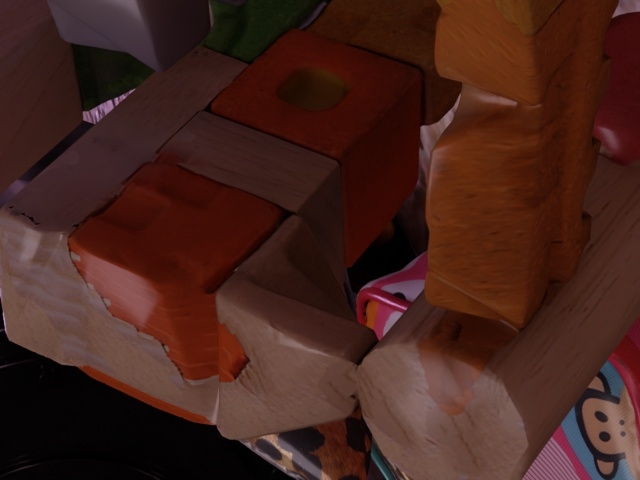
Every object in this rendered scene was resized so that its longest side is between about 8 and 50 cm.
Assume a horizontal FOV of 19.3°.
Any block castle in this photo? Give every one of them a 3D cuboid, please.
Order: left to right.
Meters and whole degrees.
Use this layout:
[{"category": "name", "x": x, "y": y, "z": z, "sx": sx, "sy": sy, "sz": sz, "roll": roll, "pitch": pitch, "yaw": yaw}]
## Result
[{"category": "block castle", "x": -0.067, "y": -0.146, "z": 0.581, "sx": 0.453, "sy": 0.213, "sz": 0.303, "roll": 22, "pitch": 136, "yaw": 24}]

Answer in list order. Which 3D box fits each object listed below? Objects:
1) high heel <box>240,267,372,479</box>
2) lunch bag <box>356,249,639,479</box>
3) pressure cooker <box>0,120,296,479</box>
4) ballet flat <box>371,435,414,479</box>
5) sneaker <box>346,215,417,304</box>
[{"category": "high heel", "x": -0.015, "y": -0.024, "z": 0.865, "sx": 0.261, "sy": 0.093, "sz": 0.186, "roll": 61, "pitch": 138, "yaw": 38}, {"category": "lunch bag", "x": 0.131, "y": 0.127, "z": 0.814, "sx": 0.258, "sy": 0.120, "sz": 0.293, "roll": 11, "pitch": 130, "yaw": 60}, {"category": "pressure cooker", "x": -0.199, "y": 0.140, "z": 1.147, "sx": 0.375, "sy": 0.370, "sz": 0.420, "roll": 61, "pitch": 169, "yaw": -23}, {"category": "ballet flat", "x": 0.105, "y": 0.159, "z": 0.979, "sx": 0.232, "sy": 0.073, "sz": 0.080, "roll": 56, "pitch": -172, "yaw": 4}, {"category": "sneaker", "x": 0.000, "y": 0.000, "z": 0.992, "sx": 0.225, "sy": 0.088, "sz": 0.093, "roll": 44, "pitch": 127, "yaw": 38}]
